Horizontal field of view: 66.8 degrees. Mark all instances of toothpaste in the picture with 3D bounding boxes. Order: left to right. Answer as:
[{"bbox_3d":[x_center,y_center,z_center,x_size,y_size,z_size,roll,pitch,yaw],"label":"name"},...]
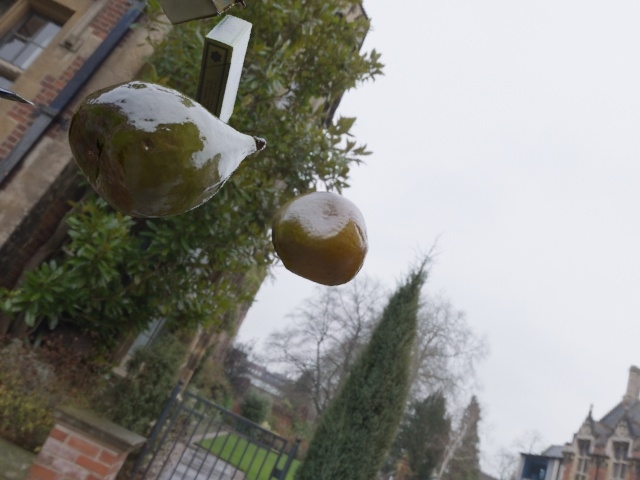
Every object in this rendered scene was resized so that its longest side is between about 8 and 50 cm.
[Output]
[{"bbox_3d":[-0.584,-0.268,0.875,0.139,0.021,0.037,17,-4,12],"label":"toothpaste"}]

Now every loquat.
[{"bbox_3d":[0.000,0.000,1.410,0.283,0.276,0.276,-3,-22,-6],"label":"loquat"}]

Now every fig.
[{"bbox_3d":[-0.142,-0.105,0.477,0.133,0.185,0.127,27,-35,38],"label":"fig"}]

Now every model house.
[{"bbox_3d":[-0.255,-0.624,1.118,0.271,0.206,0.178,17,-36,48],"label":"model house"}]

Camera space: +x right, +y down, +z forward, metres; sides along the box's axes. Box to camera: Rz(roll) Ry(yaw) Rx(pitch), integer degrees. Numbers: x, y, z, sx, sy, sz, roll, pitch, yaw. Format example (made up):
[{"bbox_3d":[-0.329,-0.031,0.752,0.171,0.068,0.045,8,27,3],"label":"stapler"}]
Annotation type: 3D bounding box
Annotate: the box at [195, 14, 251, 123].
[{"bbox_3d":[-0.210,-0.337,1.014,0.064,0.141,0.220,18,-49,-4],"label":"box"}]
